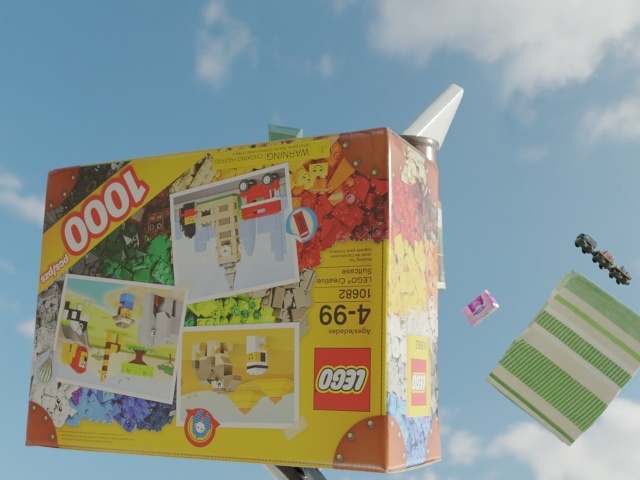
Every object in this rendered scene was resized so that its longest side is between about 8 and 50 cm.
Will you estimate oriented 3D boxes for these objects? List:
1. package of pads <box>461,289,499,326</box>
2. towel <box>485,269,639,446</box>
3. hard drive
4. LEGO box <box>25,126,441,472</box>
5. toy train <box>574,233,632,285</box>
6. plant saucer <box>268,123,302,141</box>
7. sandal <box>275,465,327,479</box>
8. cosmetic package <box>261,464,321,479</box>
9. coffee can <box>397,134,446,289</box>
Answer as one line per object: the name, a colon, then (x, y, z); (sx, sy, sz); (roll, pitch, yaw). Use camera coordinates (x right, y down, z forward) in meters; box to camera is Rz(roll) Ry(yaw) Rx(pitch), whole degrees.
package of pads: (0.385, 0.164, 1.974); (0.032, 0.050, 0.083); (12, -50, -48)
towel: (0.557, 0.257, 1.808); (0.248, 0.325, 0.038); (39, -4, 15)
hard drive: (0.207, -0.198, 1.804); (0.040, 0.307, 0.203); (31, -44, 13)
LEGO box: (-0.111, 0.084, 1.041); (0.500, 0.372, 0.193); (-4, -11, 26)
toy train: (0.589, 0.039, 1.697); (0.158, 0.036, 0.027); (39, -27, -13)
plant saucer: (-0.065, -0.129, 1.549); (0.067, 0.018, 0.192); (11, -49, 15)
sandal: (-0.044, 0.413, 1.565); (0.054, 0.097, 0.254); (-43, -93, 26)
cosmetic package: (0.019, 0.338, 1.870); (0.230, 0.453, 0.161); (46, -17, 8)
coffee can: (0.127, -0.041, 1.522); (0.201, 0.275, 0.201); (-2, -5, 0)
